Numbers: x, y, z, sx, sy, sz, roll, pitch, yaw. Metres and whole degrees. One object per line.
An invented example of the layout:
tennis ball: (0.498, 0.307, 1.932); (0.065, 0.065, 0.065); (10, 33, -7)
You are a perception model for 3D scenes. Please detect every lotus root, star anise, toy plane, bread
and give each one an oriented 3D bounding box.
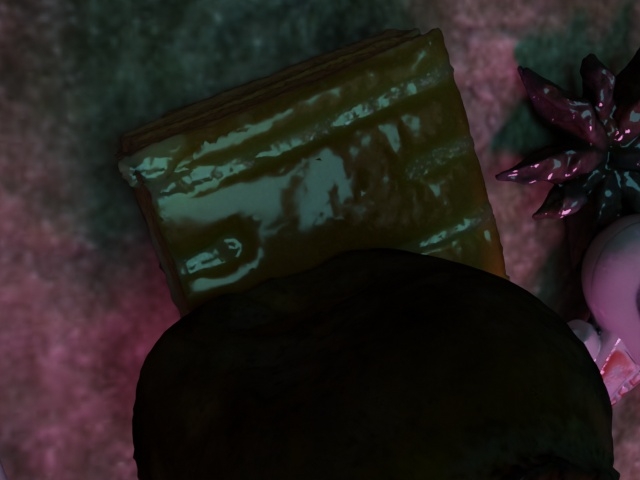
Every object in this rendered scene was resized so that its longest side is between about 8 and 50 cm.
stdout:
lotus root: (0.040, 0.106, 0.611); (0.267, 0.260, 0.149); (-13, 108, -16)
star anise: (0.229, -0.066, 0.888); (0.182, 0.065, 0.195); (4, 104, -18)
toy plane: (0.298, 0.076, 0.895); (0.252, 0.118, 0.252); (-7, 117, -14)
bread: (0.000, 0.000, 0.774); (0.246, 0.111, 0.239); (-23, 106, -17)

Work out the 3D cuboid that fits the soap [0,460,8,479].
soap: (-0.283, 0.100, 0.641); (0.087, 0.159, 0.265); (-38, 116, -56)
